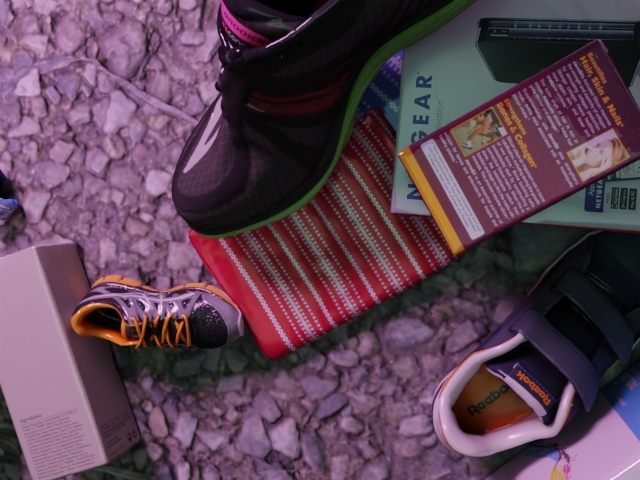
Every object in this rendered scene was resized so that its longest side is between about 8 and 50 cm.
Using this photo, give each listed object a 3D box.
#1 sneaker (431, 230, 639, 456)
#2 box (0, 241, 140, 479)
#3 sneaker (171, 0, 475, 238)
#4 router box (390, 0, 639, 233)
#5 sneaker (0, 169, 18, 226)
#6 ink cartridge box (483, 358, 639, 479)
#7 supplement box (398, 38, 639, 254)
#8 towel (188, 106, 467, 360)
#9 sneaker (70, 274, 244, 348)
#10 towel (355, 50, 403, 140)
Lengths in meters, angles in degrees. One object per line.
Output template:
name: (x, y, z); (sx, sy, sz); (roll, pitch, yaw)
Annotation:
sneaker: (0.247, 0.111, 0.692); (0.126, 0.127, 0.321); (43, 99, 8)
box: (-0.330, 0.148, 0.829); (0.113, 0.094, 0.275); (-18, 89, 12)
sneaker: (-0.033, -0.187, 0.617); (0.483, 0.202, 0.185); (-49, 54, 34)
router box: (0.233, -0.177, 0.657); (0.301, 0.082, 0.335); (4, 92, 10)
sneaker: (-0.443, -0.083, 0.869); (0.058, 0.052, 0.135); (-36, 93, 2)
ink cartridge box: (0.298, 0.291, 0.651); (0.270, 0.197, 0.198); (-42, 85, 11)
supplement box: (0.176, -0.075, 0.586); (0.188, 0.081, 0.104); (-29, 86, 10)
towel: (0.000, 0.000, 0.771); (0.275, 0.031, 0.198); (-31, 91, 15)
sneaker: (-0.195, 0.098, 0.795); (0.215, 0.083, 0.084); (4, 112, 15)
towel: (0.125, -0.248, 0.748); (0.243, 0.040, 0.336); (44, 102, 5)
